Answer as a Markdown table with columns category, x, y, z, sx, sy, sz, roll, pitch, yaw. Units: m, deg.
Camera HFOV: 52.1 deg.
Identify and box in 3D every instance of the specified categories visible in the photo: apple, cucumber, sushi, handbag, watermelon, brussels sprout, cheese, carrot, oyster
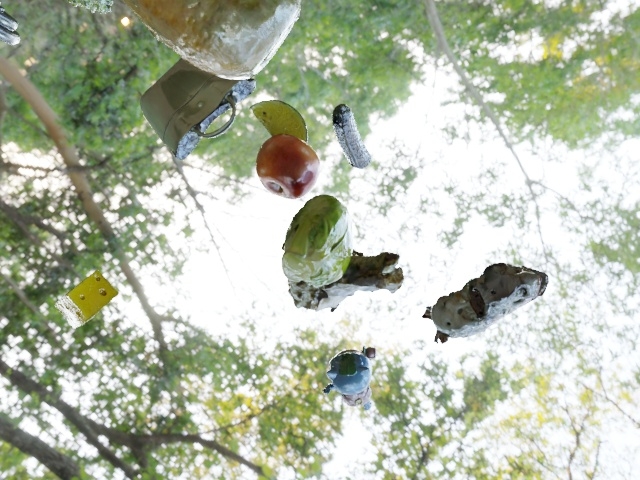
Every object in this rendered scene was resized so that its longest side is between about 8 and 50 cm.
| category | x | y | z | sx | sy | sz | roll | pitch | yaw |
| --- | --- | --- | --- | --- | --- | --- | --- | --- | --- |
| apple | -0.081 | -0.179 | 1.617 | 0.163 | 0.163 | 0.139 | 15 | -105 | 53 |
| cucumber | 0.070 | -0.266 | 1.655 | 0.067 | 0.245 | 0.067 | -9 | -120 | 16 |
| sushi | 0.401 | 0.150 | 1.622 | 0.332 | 0.130 | 0.124 | -42 | -127 | 37 |
| handbag | -0.264 | -0.293 | 1.468 | 0.241 | 0.109 | 0.315 | -47 | -131 | -4 |
| watermelon | -0.086 | -0.302 | 1.688 | 0.075 | 0.181 | 0.092 | -25 | -161 | 41 |
| brussels sprout | 0.000 | 0.000 | 1.488 | 0.223 | 0.161 | 0.223 | 21 | 90 | -89 |
| cheese | -0.660 | 0.178 | 1.790 | 0.171 | 0.093 | 0.126 | -33 | -168 | 37 |
| carrot | -0.202 | -0.413 | 1.025 | 0.224 | 0.340 | 0.224 | -51 | -172 | 11 |
| oyster | 0.056 | 0.094 | 1.648 | 0.336 | 0.198 | 0.133 | 1 | -174 | 26 |

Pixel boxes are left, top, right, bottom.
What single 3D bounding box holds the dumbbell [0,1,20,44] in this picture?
| category | x | y | z | sx | sy | sz | roll | pitch | yaw |
| --- | --- | --- | --- | --- | --- | --- | --- | --- | --- |
| dumbbell | -0.764 | -0.424 | 1.386 | 0.290 | 0.192 | 0.192 | -53 | -149 | 4 |

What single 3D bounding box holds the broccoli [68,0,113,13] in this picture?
| category | x | y | z | sx | sy | sz | roll | pitch | yaw |
| --- | --- | --- | --- | --- | --- | --- | --- | --- | --- |
| broccoli | -0.502 | -0.642 | 1.492 | 0.272 | 0.243 | 0.180 | -4 | -177 | -15 |

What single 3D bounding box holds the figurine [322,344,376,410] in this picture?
| category | x | y | z | sx | sy | sz | roll | pitch | yaw |
| --- | --- | --- | --- | --- | --- | --- | --- | --- | --- |
| figurine | 0.076 | 0.310 | 1.515 | 0.114 | 0.178 | 0.145 | 1 | -137 | 18 |
